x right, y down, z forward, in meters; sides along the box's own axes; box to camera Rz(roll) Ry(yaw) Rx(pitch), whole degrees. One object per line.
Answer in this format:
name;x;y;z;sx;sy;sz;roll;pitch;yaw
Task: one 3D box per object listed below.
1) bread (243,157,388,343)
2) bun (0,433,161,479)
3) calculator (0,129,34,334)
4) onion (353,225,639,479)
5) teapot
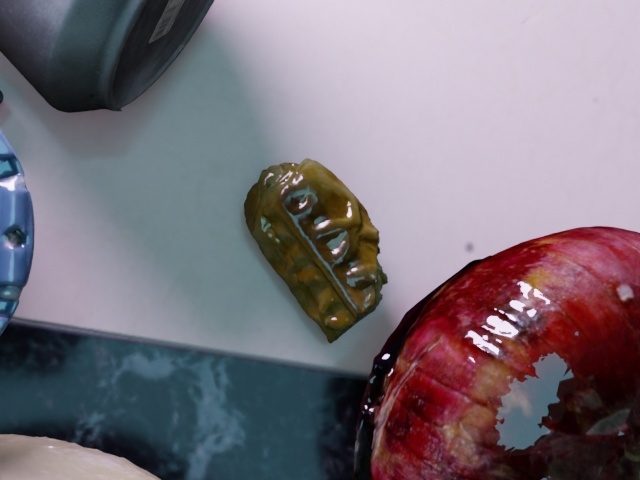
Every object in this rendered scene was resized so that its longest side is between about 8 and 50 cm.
bread;0.000;0.000;0.844;0.066;0.060;0.110;-37;87;21
bun;-0.131;0.269;0.707;0.364;0.202;0.364;5;99;34
calculator;-0.232;-0.005;0.605;0.210;0.039;0.121;2;86;-14
onion;0.133;0.111;0.778;0.246;0.190;0.246;-7;106;-26
teapot;-0.181;-0.179;0.804;0.225;0.171;0.203;33;112;5
